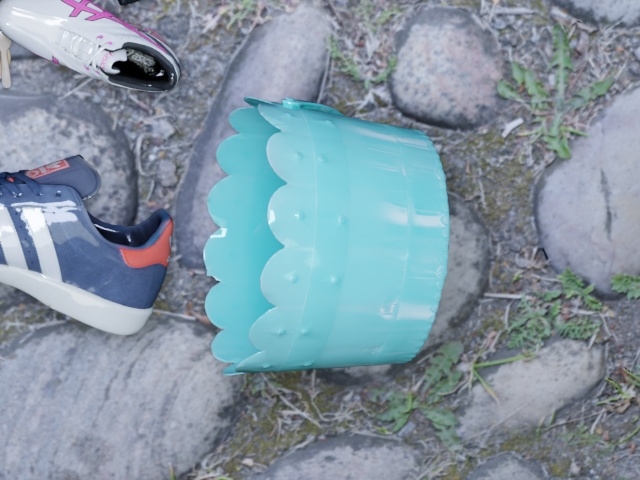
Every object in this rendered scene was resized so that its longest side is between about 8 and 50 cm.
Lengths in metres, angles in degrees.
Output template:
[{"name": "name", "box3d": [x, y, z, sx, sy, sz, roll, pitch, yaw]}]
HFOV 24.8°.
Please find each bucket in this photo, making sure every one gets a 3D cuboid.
[{"name": "bucket", "box3d": [0.000, 0.000, 1.440, 0.183, 0.281, 0.281, 4, 113, -17]}]

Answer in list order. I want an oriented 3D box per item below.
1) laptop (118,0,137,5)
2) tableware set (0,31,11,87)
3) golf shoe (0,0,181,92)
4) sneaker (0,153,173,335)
[{"name": "laptop", "box3d": [-0.087, -0.350, 1.324, 0.264, 0.136, 0.234, -21, 117, -9]}, {"name": "tableware set", "box3d": [-0.361, -0.217, 1.383, 0.169, 0.020, 0.141, 0, 114, -15]}, {"name": "golf shoe", "box3d": [-0.218, -0.192, 1.388, 0.186, 0.086, 0.067, 16, 105, -24]}, {"name": "sneaker", "box3d": [-0.305, -0.033, 1.432, 0.350, 0.131, 0.148, 21, 100, -28]}]
